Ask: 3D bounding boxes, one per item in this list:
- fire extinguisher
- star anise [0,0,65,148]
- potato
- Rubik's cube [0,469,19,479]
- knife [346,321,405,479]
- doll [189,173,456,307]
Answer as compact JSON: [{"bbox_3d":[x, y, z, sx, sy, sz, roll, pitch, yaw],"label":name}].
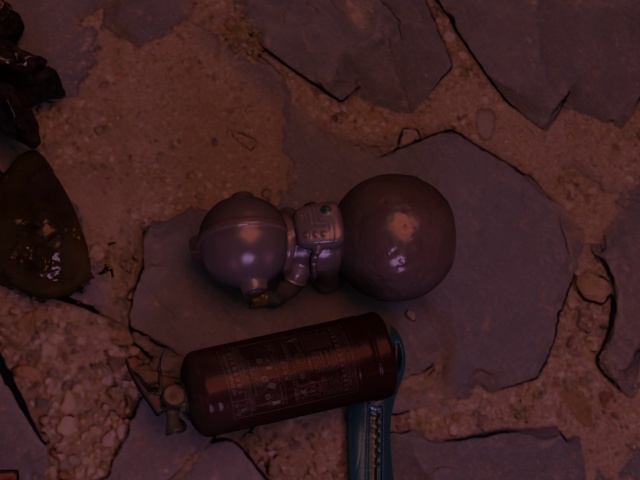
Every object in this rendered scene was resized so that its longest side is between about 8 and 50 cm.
[{"bbox_3d":[-0.062,0.141,1.818,0.269,0.105,0.105,-12,70,-13],"label":"fire extinguisher"},{"bbox_3d":[-0.391,-0.183,1.864,0.236,0.109,0.223,16,55,-7],"label":"star anise"},{"bbox_3d":[-0.307,-0.025,1.828,0.100,0.089,0.172,-18,73,-24],"label":"potato"},{"bbox_3d":[-0.339,0.277,1.676,0.092,0.092,0.092,1,67,-18],"label":"Rubik's cube"},{"bbox_3d":[0.060,0.189,1.885,0.064,0.031,0.222,10,64,-14],"label":"knife"},{"bbox_3d":[0.000,0.000,1.894,0.287,0.151,0.151,-2,67,-16],"label":"doll"}]
